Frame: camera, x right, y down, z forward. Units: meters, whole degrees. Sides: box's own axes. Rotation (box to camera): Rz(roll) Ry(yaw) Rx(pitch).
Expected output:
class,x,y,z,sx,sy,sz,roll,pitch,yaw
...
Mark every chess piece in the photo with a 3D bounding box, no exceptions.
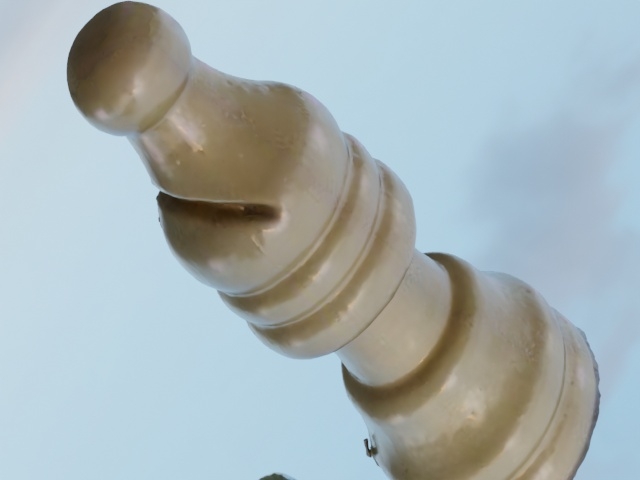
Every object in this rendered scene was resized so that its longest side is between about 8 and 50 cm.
class,x,y,z,sx,sy,sz,roll,pitch,yaw
chess piece,0.000,0.000,0.867,0.124,0.307,0.138,-6,-132,48

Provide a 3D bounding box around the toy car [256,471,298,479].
class,x,y,z,sx,sy,sz,roll,pitch,yaw
toy car,-0.020,0.137,0.639,0.090,0.076,0.224,-29,-156,-7
